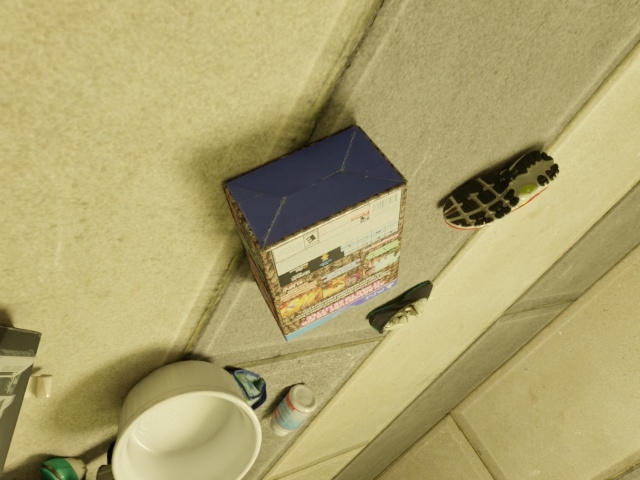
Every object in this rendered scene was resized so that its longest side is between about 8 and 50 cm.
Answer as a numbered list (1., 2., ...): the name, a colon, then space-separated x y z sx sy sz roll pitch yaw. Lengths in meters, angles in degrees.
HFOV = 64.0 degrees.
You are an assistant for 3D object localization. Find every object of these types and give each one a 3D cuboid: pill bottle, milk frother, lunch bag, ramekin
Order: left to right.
1. milk frother: -0.408 0.521 1.160 0.134 0.129 0.143 -18 133 -1
2. ramekin: -0.268 0.376 1.020 0.276 0.135 0.278 -8 114 -19
3. lunch bag: -0.202 0.376 1.210 0.128 0.096 0.151 -38 165 3
4. pill bottle: -0.082 0.490 1.465 0.087 0.087 0.160 1 134 -42

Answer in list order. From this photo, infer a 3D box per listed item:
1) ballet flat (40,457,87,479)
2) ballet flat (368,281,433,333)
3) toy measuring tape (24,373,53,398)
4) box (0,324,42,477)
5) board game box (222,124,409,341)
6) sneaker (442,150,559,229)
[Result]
1. ballet flat: -0.555 0.522 1.114 0.087 0.083 0.247 -36 158 -47
2. ballet flat: 0.224 0.184 1.345 0.203 0.074 0.074 -27 148 -10
3. toy measuring tape: -0.527 0.231 0.693 0.330 0.121 0.121 5 132 -45
4. box: -0.494 0.237 0.591 0.076 0.308 0.242 0 162 31
5. board game box: 0.000 0.000 0.833 0.231 0.141 0.291 -25 147 -13
6. sneaker: 0.389 -0.085 1.107 0.278 0.107 0.118 -25 156 -10
